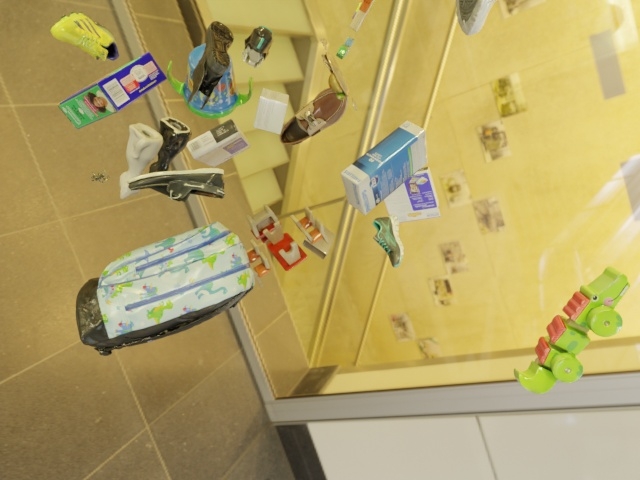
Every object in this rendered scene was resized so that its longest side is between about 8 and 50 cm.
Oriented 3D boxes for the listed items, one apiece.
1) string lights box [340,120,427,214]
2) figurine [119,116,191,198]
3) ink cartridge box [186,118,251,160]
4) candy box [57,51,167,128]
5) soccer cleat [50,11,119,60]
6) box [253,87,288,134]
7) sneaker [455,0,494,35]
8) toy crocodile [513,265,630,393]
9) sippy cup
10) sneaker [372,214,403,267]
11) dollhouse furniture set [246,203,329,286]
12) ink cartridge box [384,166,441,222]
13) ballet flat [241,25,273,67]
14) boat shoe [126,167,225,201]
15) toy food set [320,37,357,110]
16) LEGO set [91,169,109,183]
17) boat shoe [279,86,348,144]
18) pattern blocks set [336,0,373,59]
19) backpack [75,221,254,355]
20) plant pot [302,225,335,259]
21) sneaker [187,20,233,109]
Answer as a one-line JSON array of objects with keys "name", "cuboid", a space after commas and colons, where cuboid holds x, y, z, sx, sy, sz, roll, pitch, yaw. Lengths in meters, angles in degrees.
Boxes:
[{"name": "string lights box", "cuboid": [0.186, -0.206, 1.360, 0.259, 0.076, 0.133, -39, 143, -15]}, {"name": "figurine", "cuboid": [-0.474, -0.223, 1.346, 0.092, 0.210, 0.215, 32, 28, 6]}, {"name": "ink cartridge box", "cuboid": [-0.355, -0.341, 1.728, 0.069, 0.175, 0.371, 61, 0, -3]}, {"name": "candy box", "cuboid": [-0.779, -0.557, 1.798, 0.122, 0.317, 0.268, 59, 46, -27]}, {"name": "soccer cleat", "cuboid": [-0.704, -0.612, 1.466, 0.121, 0.093, 0.289, 59, 11, -12]}, {"name": "box", "cuboid": [-0.150, -0.397, 1.471, 0.101, 0.087, 0.102, -92, -163, -58]}, {"name": "sneaker", "cuboid": [0.341, -0.508, 0.914, 0.090, 0.115, 0.232, -118, -149, -44]}, {"name": "toy crocodile", "cuboid": [0.569, 0.207, 1.091, 0.105, 0.341, 0.115, 27, 20, -1]}, {"name": "sippy cup", "cuboid": [-0.443, -0.654, 1.938, 0.305, 0.224, 0.240, -25, 72, -21]}, {"name": "sneaker", "cuboid": [0.188, 0.003, 1.371, 0.065, 0.076, 0.167, 111, -25, -57]}, {"name": "dollhouse furniture set", "cuboid": [-0.133, 0.005, 1.550, 0.259, 0.262, 0.135, 48, -13, 45]}, {"name": "ink cartridge box", "cuboid": [0.347, -0.172, 1.871, 0.208, 0.206, 0.045, 67, 30, -28]}, {"name": "ballet flat", "cuboid": [-0.227, -0.662, 1.666, 0.095, 0.280, 0.096, 24, 92, -13]}, {"name": "boat shoe", "cuboid": [-0.350, -0.133, 1.178, 0.233, 0.084, 0.079, -5, 93, -22]}, {"name": "toy food set", "cuboid": [0.036, -0.428, 1.252, 0.192, 0.038, 0.132, 60, 15, -21]}, {"name": "LEGO set", "cuboid": [-0.714, -0.202, 1.559, 0.083, 0.054, 0.023, 44, -15, 38]}, {"name": "boat shoe", "cuboid": [-0.029, -0.430, 1.717, 0.123, 0.324, 0.116, 50, 45, -9]}, {"name": "pattern blocks set", "cuboid": [0.120, -0.562, 1.076, 0.026, 0.325, 0.285, 29, 18, -6]}, {"name": "backpack", "cuboid": [-0.332, 0.102, 1.108, 0.290, 0.355, 0.274, 117, -34, -82]}, {"name": "plant pot", "cuboid": [0.000, 0.000, 1.947, 0.109, 0.109, 0.096, 34, 75, 1]}, {"name": "sneaker", "cuboid": [-0.202, -0.321, 0.872, 0.051, 0.089, 0.170, 23, 44, -32]}]
